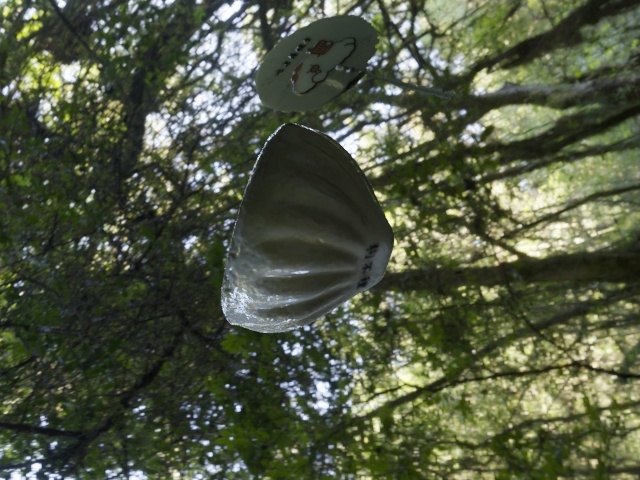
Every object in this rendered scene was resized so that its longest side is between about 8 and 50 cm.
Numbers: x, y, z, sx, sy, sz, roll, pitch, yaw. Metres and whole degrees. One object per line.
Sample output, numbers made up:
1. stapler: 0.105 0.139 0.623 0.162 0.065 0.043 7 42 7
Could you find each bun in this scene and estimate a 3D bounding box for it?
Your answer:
1. bun: 0.000 0.000 0.813 0.175 0.263 0.263 15 -123 5

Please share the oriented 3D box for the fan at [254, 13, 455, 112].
1. fan: 0.040 -0.227 0.887 0.190 0.329 0.009 -51 -40 -14
